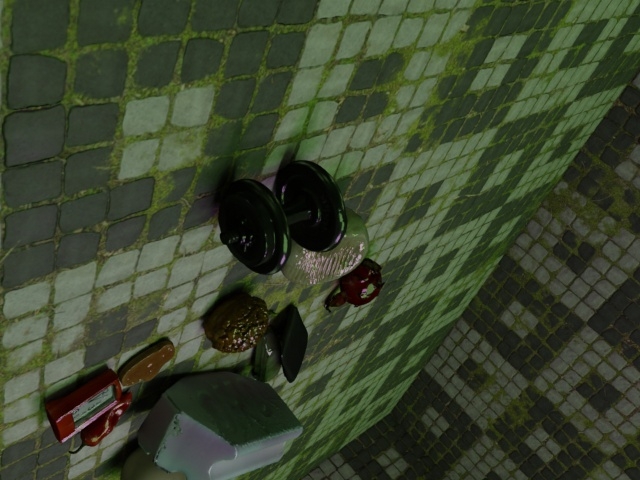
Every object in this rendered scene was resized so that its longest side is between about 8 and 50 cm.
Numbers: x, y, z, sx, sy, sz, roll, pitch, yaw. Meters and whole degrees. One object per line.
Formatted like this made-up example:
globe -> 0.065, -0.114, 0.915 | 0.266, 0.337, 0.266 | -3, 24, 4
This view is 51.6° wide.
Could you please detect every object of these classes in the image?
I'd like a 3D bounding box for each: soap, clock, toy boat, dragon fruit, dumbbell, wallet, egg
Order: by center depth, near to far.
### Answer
dumbbell -> -0.071, -0.045, 1.273 | 0.290, 0.192, 0.192 | -24, 149, -39
clock -> -0.494, 0.338, 1.386 | 0.155, 0.061, 0.113 | -32, 154, -35
soap -> -0.264, 0.484, 1.744 | 0.156, 0.261, 0.446 | -51, 155, 14
egg -> -0.440, 0.644, 1.814 | 0.188, 0.188, 0.254 | -45, 164, 0
wallet -> -0.084, 0.302, 1.922 | 0.245, 0.052, 0.168 | 80, 22, -61
toy boat -> -0.157, 0.350, 1.956 | 0.093, 0.055, 0.293 | -35, 155, -27
dragon fruit -> 0.094, 0.146, 1.980 | 0.246, 0.125, 0.125 | -39, 176, 31

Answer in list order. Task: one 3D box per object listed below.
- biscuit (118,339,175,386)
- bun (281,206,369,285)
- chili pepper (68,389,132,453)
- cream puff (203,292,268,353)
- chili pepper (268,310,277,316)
biscuit -> -0.393, 0.282, 1.499 | 0.140, 0.023, 0.118 | -31, 153, -31
bun -> 0.000, 0.000, 1.529 | 0.231, 0.133, 0.231 | -13, 142, -11
chili pepper -> -0.499, 0.422, 1.523 | 0.191, 0.050, 0.059 | -47, 141, -13
cream puff -> -0.194, 0.204, 1.578 | 0.165, 0.115, 0.150 | -49, 152, 13
chili pepper -> -0.152, 0.208, 1.778 | 0.083, 0.017, 0.030 | -28, 152, -28
